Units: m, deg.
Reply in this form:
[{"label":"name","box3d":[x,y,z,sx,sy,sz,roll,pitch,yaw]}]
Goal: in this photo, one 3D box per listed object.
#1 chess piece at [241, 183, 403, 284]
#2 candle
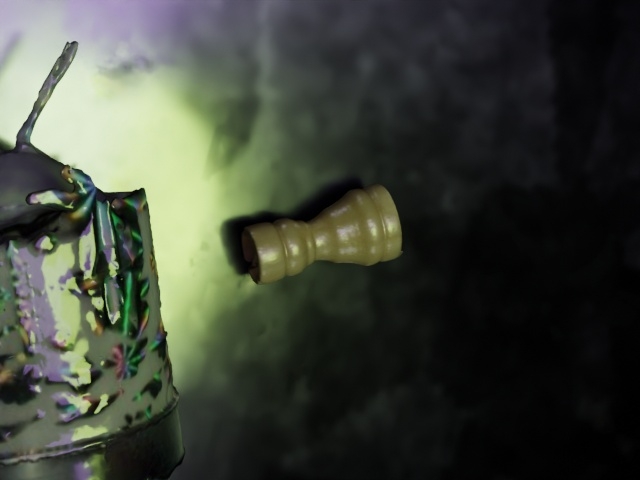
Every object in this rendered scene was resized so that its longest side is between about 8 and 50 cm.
[{"label":"chess piece","box3d":[0.000,0.000,1.111,0.122,0.066,0.066,-16,105,-16]},{"label":"candle","box3d":[-0.199,0.032,0.959,0.187,0.187,0.330,-11,102,-23]}]
